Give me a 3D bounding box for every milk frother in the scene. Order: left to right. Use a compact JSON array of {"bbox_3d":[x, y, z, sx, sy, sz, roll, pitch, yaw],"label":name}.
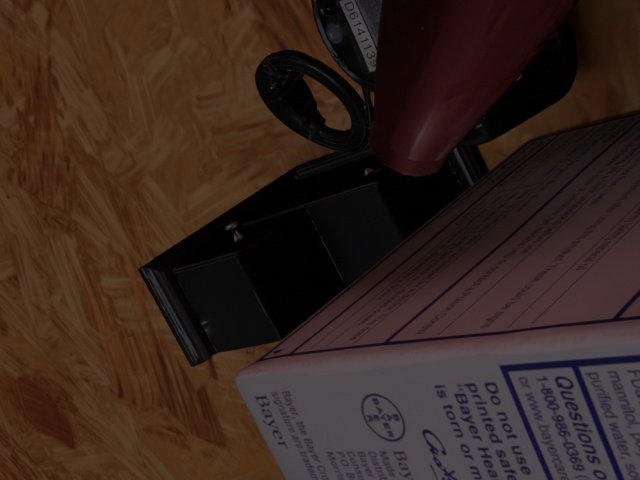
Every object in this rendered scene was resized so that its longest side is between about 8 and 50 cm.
[{"bbox_3d":[0.050,-0.118,0.635,0.143,0.135,0.129,10,123,41],"label":"milk frother"}]

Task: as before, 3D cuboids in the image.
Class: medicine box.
[{"bbox_3d":[0.161,0.045,0.541,0.289,0.263,0.149,-10,110,47],"label":"medicine box"}]

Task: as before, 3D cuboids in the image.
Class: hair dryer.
[{"bbox_3d":[0.030,-0.166,0.490,0.224,0.080,0.293,11,119,50],"label":"hair dryer"}]

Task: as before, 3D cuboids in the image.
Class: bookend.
[{"bbox_3d":[0.000,0.000,0.748,0.156,0.157,0.072,-15,106,49],"label":"bookend"}]
